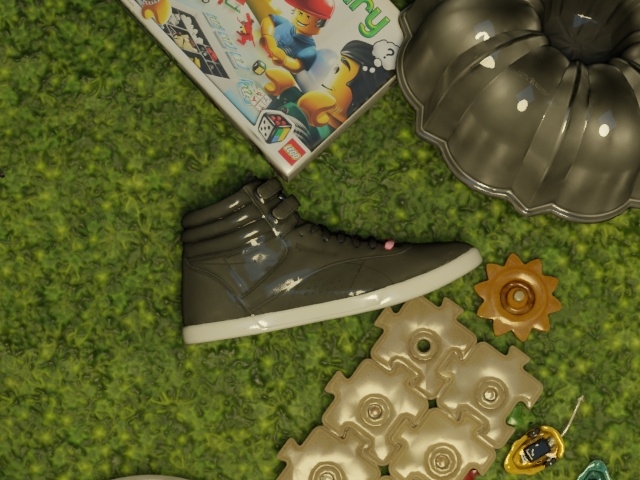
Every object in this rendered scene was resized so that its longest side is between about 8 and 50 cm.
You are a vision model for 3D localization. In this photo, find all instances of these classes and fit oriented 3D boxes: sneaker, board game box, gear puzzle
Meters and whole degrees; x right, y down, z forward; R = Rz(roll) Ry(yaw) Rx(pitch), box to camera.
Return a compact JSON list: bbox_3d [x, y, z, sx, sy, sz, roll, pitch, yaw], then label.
[{"bbox_3d":[0.000,0.000,1.589,0.296,0.104,0.147,-12,91,1],"label":"sneaker"},{"bbox_3d":[-0.066,-0.232,1.634,0.193,0.053,0.305,-43,88,-6],"label":"board game box"},{"bbox_3d":[0.108,0.150,1.616,0.175,0.044,0.339,36,82,6],"label":"gear puzzle"}]

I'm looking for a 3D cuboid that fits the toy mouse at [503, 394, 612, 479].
[{"bbox_3d":[0.226,0.253,1.612,0.161,0.031,0.143,-34,87,-4],"label":"toy mouse"}]

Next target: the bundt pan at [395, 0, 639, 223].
[{"bbox_3d":[0.239,-0.188,1.556,0.331,0.124,0.331,3,67,-6],"label":"bundt pan"}]

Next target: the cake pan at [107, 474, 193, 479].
[{"bbox_3d":[-0.161,0.367,1.578,0.293,0.054,0.293,0,85,-2],"label":"cake pan"}]

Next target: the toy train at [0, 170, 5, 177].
[{"bbox_3d":[-0.386,-0.064,1.623,0.158,0.027,0.036,-4,74,-2],"label":"toy train"}]
